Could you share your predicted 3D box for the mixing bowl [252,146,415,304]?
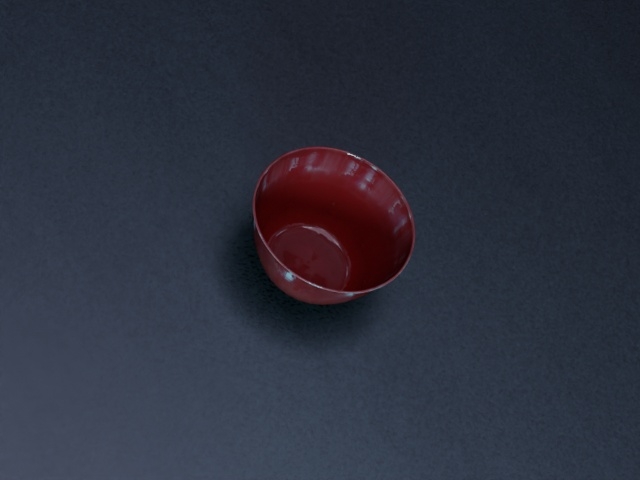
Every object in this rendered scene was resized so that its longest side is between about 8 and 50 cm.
[{"bbox_3d":[0.000,0.000,2.015,0.181,0.098,0.181,11,56,-16],"label":"mixing bowl"}]
